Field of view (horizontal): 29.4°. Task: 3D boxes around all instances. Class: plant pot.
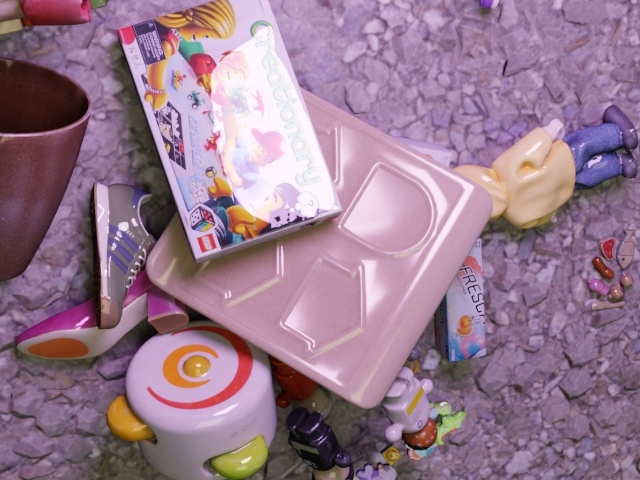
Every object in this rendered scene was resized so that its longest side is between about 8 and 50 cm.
[{"bbox_3d":[-0.397,-0.073,1.468,0.215,0.215,0.230,5,120,-17],"label":"plant pot"}]

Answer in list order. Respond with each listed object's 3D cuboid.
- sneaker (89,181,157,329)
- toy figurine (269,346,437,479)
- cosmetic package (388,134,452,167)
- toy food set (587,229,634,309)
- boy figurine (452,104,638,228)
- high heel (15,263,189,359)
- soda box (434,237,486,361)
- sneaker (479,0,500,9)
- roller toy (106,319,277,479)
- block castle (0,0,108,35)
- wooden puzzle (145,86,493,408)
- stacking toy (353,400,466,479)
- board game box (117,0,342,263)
[{"bbox_3d":[-0.247,0.017,1.566,0.086,0.064,0.192,0,76,-19],"label":"sneaker"},{"bbox_3d":[0.048,0.216,1.653,0.209,0.213,0.148,-23,128,1],"label":"toy figurine"},{"bbox_3d":[0.102,-0.020,1.684,0.099,0.060,0.239,8,105,-18],"label":"cosmetic package"},{"bbox_3d":[0.434,0.046,1.818,0.078,0.019,0.122,-7,109,-13],"label":"toy food set"},{"bbox_3d":[0.300,-0.085,1.700,0.285,0.092,0.177,-21,135,-5],"label":"boy figurine"},{"bbox_3d":[-0.290,0.081,1.622,0.244,0.117,0.082,-18,144,12],"label":"high heel"},{"bbox_3d":[0.196,0.076,1.739,0.058,0.063,0.183,-10,110,-12],"label":"soda box"},{"bbox_3d":[0.199,-0.385,1.602,0.071,0.068,0.170,-15,103,6],"label":"sneaker"},{"bbox_3d":[-0.158,0.205,1.601,0.209,0.191,0.146,7,133,13],"label":"roller toy"},{"bbox_3d":[-0.303,-0.381,1.248,0.212,0.453,0.303,-12,109,-3],"label":"block castle"},{"bbox_3d":[0.000,0.000,1.579,0.348,0.080,0.322,30,82,6],"label":"wooden puzzle"},{"bbox_3d":[0.114,0.311,1.733,0.221,0.167,0.052,-39,91,-2],"label":"stacking toy"},{"bbox_3d":[-0.114,-0.145,1.520,0.193,0.053,0.305,-19,84,-9],"label":"board game box"}]
